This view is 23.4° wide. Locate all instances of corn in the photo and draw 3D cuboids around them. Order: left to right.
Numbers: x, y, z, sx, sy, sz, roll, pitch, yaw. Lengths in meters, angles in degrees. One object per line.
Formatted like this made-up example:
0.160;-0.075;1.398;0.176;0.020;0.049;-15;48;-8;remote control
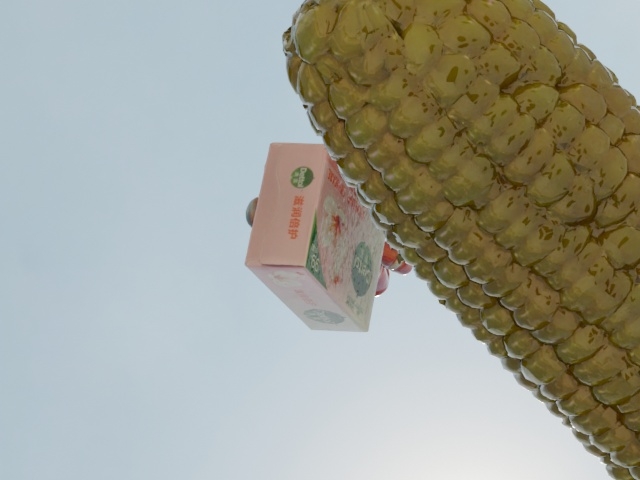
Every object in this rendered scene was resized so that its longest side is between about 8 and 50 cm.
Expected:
0.103;0.022;0.510;0.313;0.102;0.102;41;-144;-14;corn

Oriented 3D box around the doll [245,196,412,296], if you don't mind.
0.003;-0.003;1.338;0.142;0.245;0.076;4;-110;11;doll

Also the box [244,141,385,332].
0.000;0.000;1.016;0.125;0.043;0.089;46;-130;-59;box
